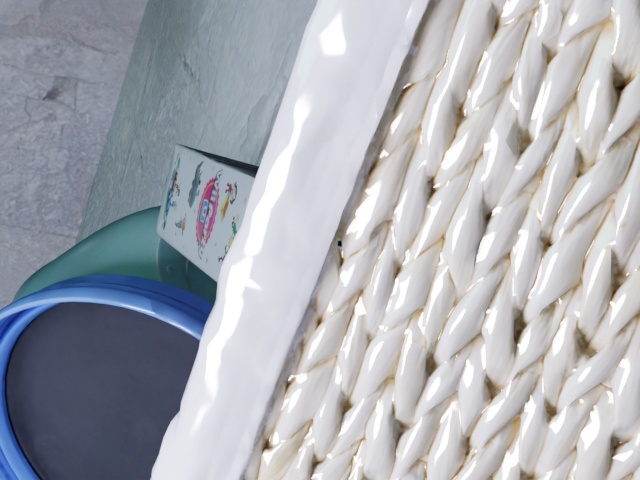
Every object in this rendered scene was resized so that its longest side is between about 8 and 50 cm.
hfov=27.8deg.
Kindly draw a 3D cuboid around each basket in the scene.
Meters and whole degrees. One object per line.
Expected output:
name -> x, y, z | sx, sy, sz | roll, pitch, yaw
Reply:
basket -> 0.121, -0.032, 0.619 | 0.328, 0.267, 0.331 | -61, -9, -65

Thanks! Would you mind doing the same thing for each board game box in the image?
board game box -> 0.000, 0.000, 1.119 | 0.303, 0.224, 0.097 | -156, 80, -70

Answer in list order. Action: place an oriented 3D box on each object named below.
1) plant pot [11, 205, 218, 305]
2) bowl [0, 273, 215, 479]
plant pot -> -0.167, 0.095, 1.439 | 0.235, 0.293, 0.293 | -37, 44, 41
bowl -> -0.185, 0.208, 1.305 | 0.391, 0.391, 0.077 | -64, -4, 33
